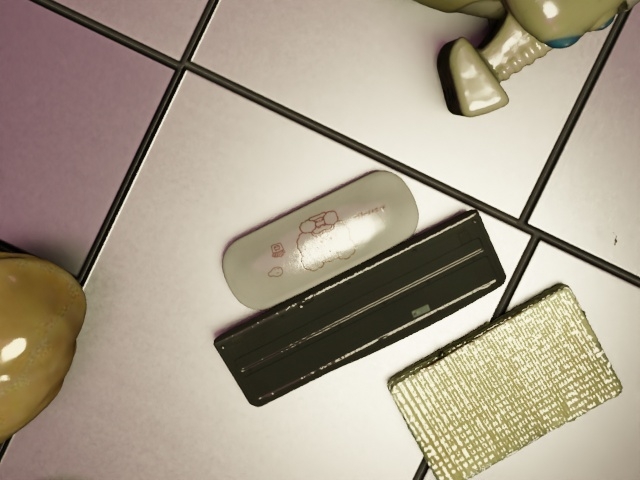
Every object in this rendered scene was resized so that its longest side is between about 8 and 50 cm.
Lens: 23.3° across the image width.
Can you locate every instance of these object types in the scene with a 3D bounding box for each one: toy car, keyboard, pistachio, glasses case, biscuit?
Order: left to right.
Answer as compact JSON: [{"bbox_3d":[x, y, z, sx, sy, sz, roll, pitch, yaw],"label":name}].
[{"bbox_3d":[-0.337,0.113,1.400,0.293,0.162,0.181,-27,126,10],"label":"pistachio"},{"bbox_3d":[0.000,0.000,1.460,0.193,0.049,0.074,-26,94,2],"label":"glasses case"},{"bbox_3d":[0.088,0.044,1.456,0.381,0.041,0.103,-23,124,6],"label":"keyboard"},{"bbox_3d":[0.116,-0.297,1.355,0.226,0.242,0.336,-38,94,4],"label":"toy car"},{"bbox_3d":[0.174,0.137,1.474,0.199,0.040,0.121,-29,95,2],"label":"biscuit"}]
